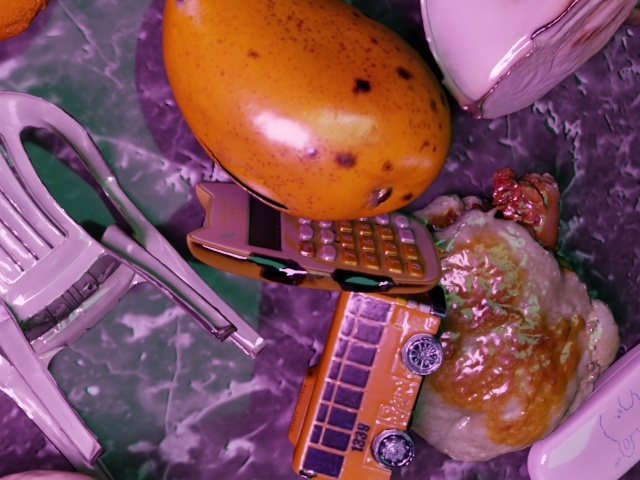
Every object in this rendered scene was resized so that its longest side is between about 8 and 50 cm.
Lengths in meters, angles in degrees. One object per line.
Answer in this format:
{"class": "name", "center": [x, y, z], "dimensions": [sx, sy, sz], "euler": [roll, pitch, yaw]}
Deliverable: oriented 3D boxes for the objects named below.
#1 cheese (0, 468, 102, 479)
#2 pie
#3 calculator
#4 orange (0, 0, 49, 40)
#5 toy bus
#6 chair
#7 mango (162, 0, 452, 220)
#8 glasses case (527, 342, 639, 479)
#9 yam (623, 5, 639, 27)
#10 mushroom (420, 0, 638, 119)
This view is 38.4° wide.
{"class": "cheese", "center": [-0.281, 0.337, 0.742], "dimensions": [0.351, 0.129, 0.328], "euler": [-11, 125, 9]}
{"class": "pie", "center": [0.160, 0.085, 0.933], "dimensions": [0.257, 0.105, 0.274], "euler": [-26, 98, -3]}
{"class": "calculator", "center": [0.000, 0.000, 0.827], "dimensions": [0.236, 0.157, 0.033], "euler": [8, 116, -6]}
{"class": "orange", "center": [-0.284, -0.248, 0.693], "dimensions": [0.206, 0.206, 0.206], "euler": [-1, 93, -21]}
{"class": "toy bus", "center": [0.042, 0.134, 0.849], "dimensions": [0.114, 0.098, 0.201], "euler": [16, 102, 1]}
{"class": "chair", "center": [-0.206, 0.036, 0.741], "dimensions": [0.274, 0.190, 0.203], "euler": [42, 75, 12]}
{"class": "mango", "center": [-0.024, -0.130, 0.807], "dimensions": [0.290, 0.160, 0.191], "euler": [40, 63, -2]}
{"class": "glasses case", "center": [0.324, 0.198, 1.010], "dimensions": [0.233, 0.059, 0.092], "euler": [-36, 105, -15]}
{"class": "yam", "center": [0.345, -0.246, 1.017], "dimensions": [0.234, 0.027, 0.029], "euler": [1, 82, -21]}
{"class": "mushroom", "center": [0.209, -0.255, 0.910], "dimensions": [0.236, 0.173, 0.162], "euler": [-46, 74, 24]}
